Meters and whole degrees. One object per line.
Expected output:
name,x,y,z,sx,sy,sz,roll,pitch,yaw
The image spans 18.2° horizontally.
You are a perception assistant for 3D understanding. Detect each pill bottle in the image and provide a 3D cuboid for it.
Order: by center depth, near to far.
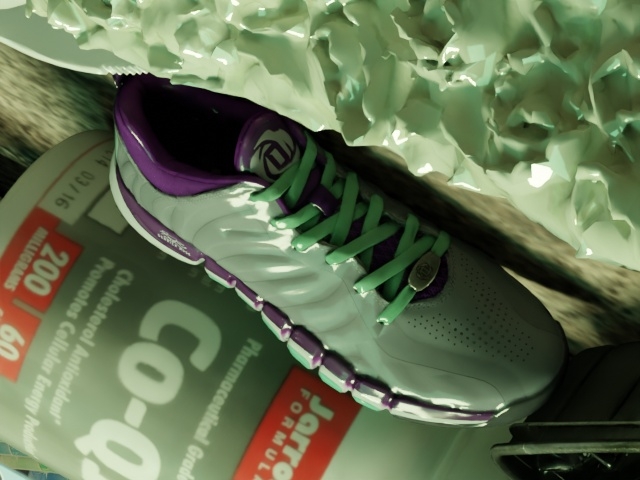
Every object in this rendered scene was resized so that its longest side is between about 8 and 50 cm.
pill bottle,-0.027,0.077,0.960,0.283,0.161,0.161,28,165,12

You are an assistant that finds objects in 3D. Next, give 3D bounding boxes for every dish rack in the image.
dish rack,0.224,0.127,0.803,0.271,0.074,0.208,35,165,-13

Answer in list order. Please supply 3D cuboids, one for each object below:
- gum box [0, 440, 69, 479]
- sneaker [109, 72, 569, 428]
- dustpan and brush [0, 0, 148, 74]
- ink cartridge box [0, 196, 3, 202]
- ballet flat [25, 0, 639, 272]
gum box,-0.129,0.070,1.099,0.157,0.184,0.041,24,138,25
sneaker,0.000,0.000,0.826,0.223,0.083,0.098,28,160,16
dustpan and brush,-0.126,-0.103,0.776,0.147,0.060,0.211,37,164,-18
ink cartridge box,-0.237,0.021,1.344,0.175,0.069,0.371,38,169,13
ballet flat,0.065,-0.072,0.395,0.409,0.147,0.147,18,160,40
